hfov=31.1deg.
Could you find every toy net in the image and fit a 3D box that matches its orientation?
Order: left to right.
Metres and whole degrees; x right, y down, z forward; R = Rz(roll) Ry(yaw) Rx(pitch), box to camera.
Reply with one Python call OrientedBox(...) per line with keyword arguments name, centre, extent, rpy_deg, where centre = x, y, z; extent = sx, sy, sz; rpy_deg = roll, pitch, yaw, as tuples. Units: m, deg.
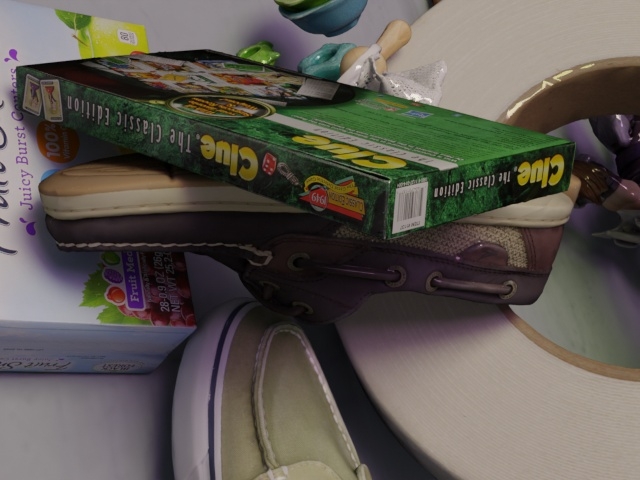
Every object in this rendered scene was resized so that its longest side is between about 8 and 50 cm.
OrientedBox(name="toy net", centre=(0.000, -0.114, 0.711), extent=(0.045, 0.122, 0.232), rpy_deg=(61, 1, -30))

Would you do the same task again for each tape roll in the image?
OrientedBox(name="tape roll", centre=(0.193, -0.004, 0.703), extent=(0.392, 0.072, 0.392), rpy_deg=(-3, 67, 7))

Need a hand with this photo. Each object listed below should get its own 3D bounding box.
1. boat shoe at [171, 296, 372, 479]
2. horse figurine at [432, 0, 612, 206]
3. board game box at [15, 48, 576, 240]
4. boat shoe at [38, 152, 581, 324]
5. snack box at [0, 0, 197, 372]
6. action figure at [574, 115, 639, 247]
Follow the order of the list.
OrientedBox(name="boat shoe", centre=(0.001, 0.164, 0.581), extent=(0.109, 0.094, 0.302), rpy_deg=(16, 55, -49))
OrientedBox(name="horse figurine", centre=(0.149, -0.146, 0.881), extent=(0.066, 0.174, 0.263), rpy_deg=(13, 67, -42))
OrientedBox(name="board game box", centre=(-0.022, -0.058, 0.568), extent=(0.259, 0.030, 0.136), rpy_deg=(21, 22, 40))
OrientedBox(name="boat shoe", centre=(0.000, 0.000, 0.600), extent=(0.285, 0.103, 0.092), rpy_deg=(-2, 104, -18))
OrientedBox(name="snack box", centre=(-0.172, -0.034, 0.629), extent=(0.174, 0.070, 0.207), rpy_deg=(6, 57, -32))
OrientedBox(name="action figure", centre=(0.255, -0.084, 0.940), extent=(0.185, 0.099, 0.285), rpy_deg=(5, 62, -40))
